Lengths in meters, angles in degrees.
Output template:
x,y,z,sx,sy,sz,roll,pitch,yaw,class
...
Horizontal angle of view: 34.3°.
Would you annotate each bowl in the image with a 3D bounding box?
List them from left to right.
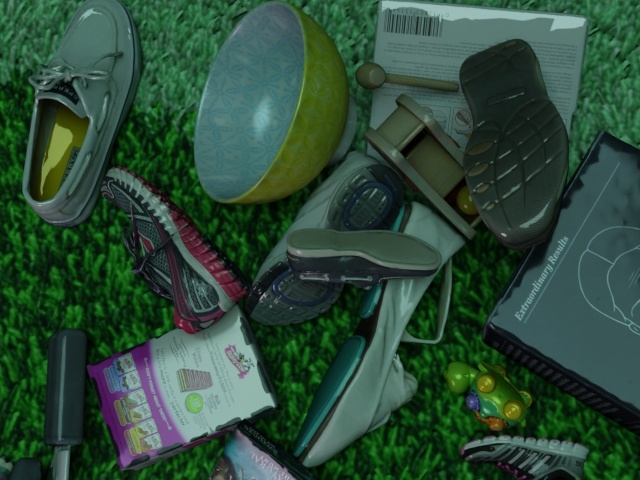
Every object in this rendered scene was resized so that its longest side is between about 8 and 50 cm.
x,y,z,sx,sy,sz,roll,pitch,yaw,class
-0.043,-0.176,1.469,0.156,0.289,0.289,15,76,-34,bowl

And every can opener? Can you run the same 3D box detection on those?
x,y,z,sx,sy,sz,roll,pitch,yaw,class
-0.384,0.265,1.456,0.095,0.076,0.283,7,75,-29,can opener

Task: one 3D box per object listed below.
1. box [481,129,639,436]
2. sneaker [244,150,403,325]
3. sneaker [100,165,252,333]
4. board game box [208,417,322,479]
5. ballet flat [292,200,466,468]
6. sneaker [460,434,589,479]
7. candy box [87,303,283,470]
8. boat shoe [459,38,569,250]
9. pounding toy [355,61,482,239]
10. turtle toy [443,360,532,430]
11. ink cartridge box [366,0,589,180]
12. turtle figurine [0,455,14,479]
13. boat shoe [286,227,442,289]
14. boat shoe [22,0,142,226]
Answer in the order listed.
x,y,z,sx,sy,sz,roll,pitch,yaw,class
0.449,0.098,1.335,0.395,0.212,0.293,31,83,12,box
0.000,0.000,1.471,0.111,0.129,0.297,37,104,-26,sneaker
-0.229,0.003,1.462,0.112,0.121,0.299,-45,58,0,sneaker
-0.058,0.341,1.400,0.186,0.026,0.126,36,125,14,board game box
0.095,0.142,1.422,0.139,0.139,0.400,21,80,11,ballet flat
0.273,0.303,1.386,0.170,0.063,0.075,4,72,3,sneaker
-0.190,0.208,1.461,0.233,0.071,0.159,-22,76,2,candy box
0.260,-0.113,1.323,0.132,0.130,0.355,-16,42,21,boat shoe
0.160,-0.145,1.407,0.269,0.154,0.155,44,93,-11,pounding toy
0.227,0.208,1.407,0.130,0.095,0.066,44,107,14,turtle toy
0.221,-0.209,1.507,0.296,0.066,0.261,7,104,9,ink cartridge box
-0.503,0.387,1.443,0.175,0.118,0.234,-31,81,-1,turtle figurine
0.057,0.029,1.371,0.206,0.065,0.075,6,34,7,boat shoe
-0.370,-0.211,1.532,0.136,0.156,0.367,13,80,9,boat shoe
